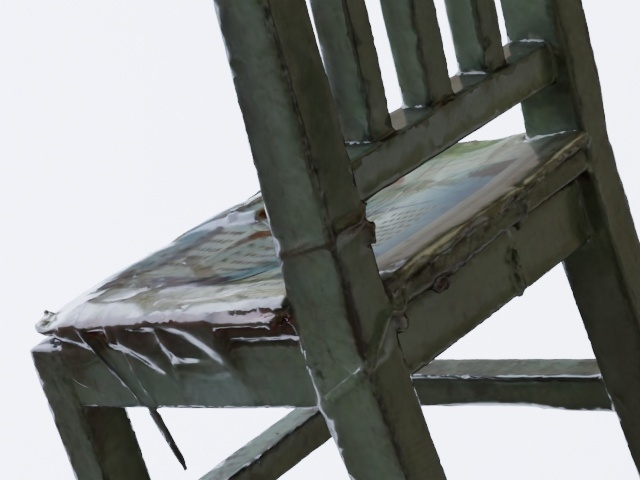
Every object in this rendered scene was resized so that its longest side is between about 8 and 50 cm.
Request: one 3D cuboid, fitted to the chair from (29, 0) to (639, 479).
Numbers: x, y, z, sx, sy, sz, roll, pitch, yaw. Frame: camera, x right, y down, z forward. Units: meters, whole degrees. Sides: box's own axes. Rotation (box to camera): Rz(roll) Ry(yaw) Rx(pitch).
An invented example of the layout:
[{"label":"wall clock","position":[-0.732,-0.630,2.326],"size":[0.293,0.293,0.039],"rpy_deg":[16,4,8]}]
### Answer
[{"label":"chair","position":[0.000,0.000,0.560],"size":[0.136,0.147,0.270],"rpy_deg":[-35,-68,-42]}]
